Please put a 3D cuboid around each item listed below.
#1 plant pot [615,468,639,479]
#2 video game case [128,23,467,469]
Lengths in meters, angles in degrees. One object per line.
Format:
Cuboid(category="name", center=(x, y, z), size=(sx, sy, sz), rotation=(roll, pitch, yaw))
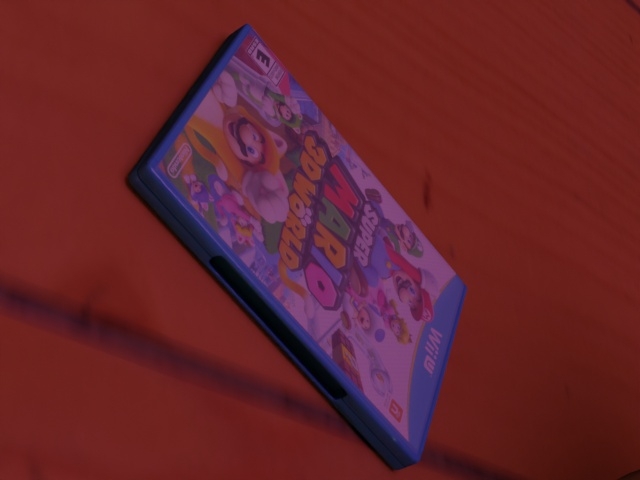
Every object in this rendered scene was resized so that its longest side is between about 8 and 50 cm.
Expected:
Cuboid(category="plant pot", center=(0.290, 0.172, 0.501), size=(0.334, 0.305, 0.334), rotation=(33, 42, -36))
Cuboid(category="video game case", center=(0.000, 0.000, 0.497), size=(0.166, 0.015, 0.119), rotation=(49, 35, -19))
